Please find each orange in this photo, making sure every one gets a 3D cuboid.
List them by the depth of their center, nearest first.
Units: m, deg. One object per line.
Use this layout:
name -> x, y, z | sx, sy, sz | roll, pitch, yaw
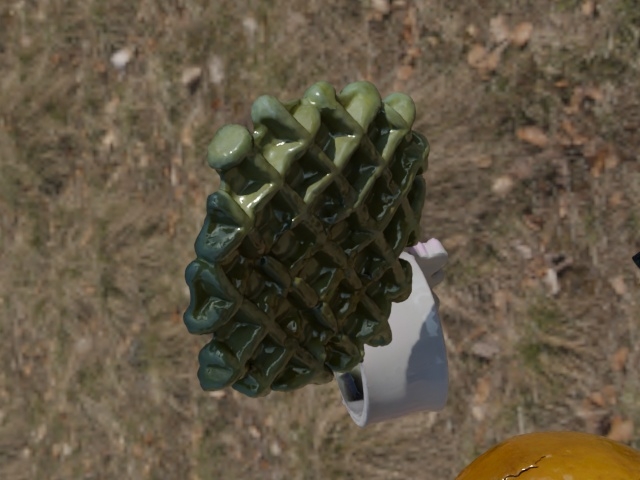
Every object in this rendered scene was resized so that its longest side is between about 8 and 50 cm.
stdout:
orange -> 0.189, 0.254, 0.816 | 0.193, 0.219, 0.219 | 37, -136, -66

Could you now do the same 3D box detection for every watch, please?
watch -> 0.090, 0.117, 1.320 | 0.244, 0.196, 0.231 | 88, 164, -48

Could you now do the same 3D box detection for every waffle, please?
waffle -> 0.000, 0.000, 0.981 | 0.056, 0.309, 0.291 | 20, 110, 39

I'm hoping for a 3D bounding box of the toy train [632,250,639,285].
toy train -> 0.425, -0.024, 1.081 | 0.250, 0.053, 0.085 | -43, 19, 20
